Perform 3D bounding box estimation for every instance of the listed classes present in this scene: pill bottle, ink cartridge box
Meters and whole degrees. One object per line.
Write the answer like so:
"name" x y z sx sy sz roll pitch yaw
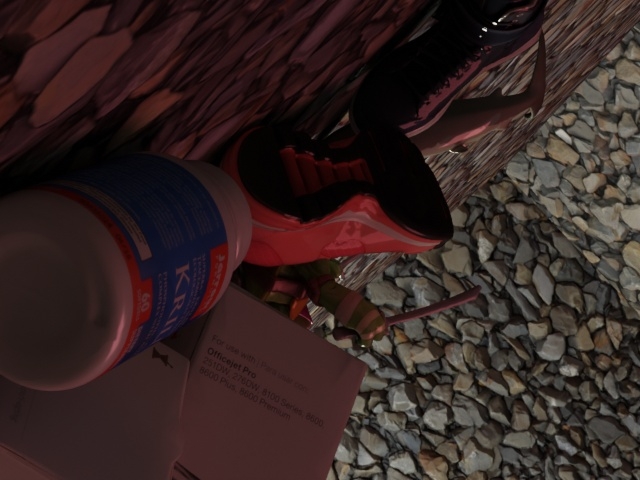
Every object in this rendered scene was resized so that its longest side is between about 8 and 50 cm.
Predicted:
"pill bottle" -0.129 0.009 1.008 0.124 0.124 0.221 -46 174 25
"ink cartridge box" -0.154 0.251 1.304 0.285 0.166 0.395 -15 -132 58

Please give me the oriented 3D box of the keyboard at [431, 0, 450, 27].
"keyboard" 0.160 -0.231 1.618 0.100 0.038 0.192 -44 173 13

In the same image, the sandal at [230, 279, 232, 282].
"sandal" -0.076 0.003 1.640 0.090 0.060 0.219 7 118 -52

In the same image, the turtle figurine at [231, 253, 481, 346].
"turtle figurine" 0.005 0.082 1.575 0.274 0.198 0.266 19 109 -47

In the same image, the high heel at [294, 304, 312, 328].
"high heel" -0.094 0.091 1.839 0.082 0.117 0.244 -45 174 23

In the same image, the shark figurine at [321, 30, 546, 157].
"shark figurine" 0.115 -0.140 1.582 0.278 0.116 0.166 -18 -169 0

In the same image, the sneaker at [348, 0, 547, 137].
"sneaker" 0.120 -0.188 1.447 0.226 0.086 0.163 -38 169 -9

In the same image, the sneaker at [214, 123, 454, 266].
"sneaker" -0.006 -0.033 1.425 0.136 0.116 0.314 -31 156 36

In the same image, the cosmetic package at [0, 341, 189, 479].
"cosmetic package" -0.266 0.221 1.155 0.365 0.155 0.197 -47 -159 26
